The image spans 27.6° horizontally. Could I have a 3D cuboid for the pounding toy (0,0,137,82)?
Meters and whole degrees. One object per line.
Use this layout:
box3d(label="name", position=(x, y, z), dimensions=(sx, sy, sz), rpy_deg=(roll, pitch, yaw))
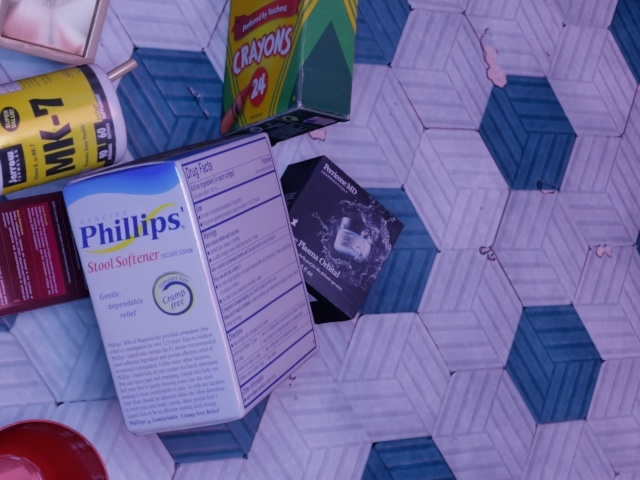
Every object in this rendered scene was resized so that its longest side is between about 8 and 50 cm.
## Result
box3d(label="pounding toy", position=(-0.311, -0.240, 1.542), dimensions=(0.181, 0.094, 0.206), rpy_deg=(11, 101, -31))

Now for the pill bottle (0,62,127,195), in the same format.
box3d(label="pill bottle", position=(-0.331, -0.117, 1.443), dimensions=(0.208, 0.119, 0.119), rpy_deg=(-18, 94, -23))

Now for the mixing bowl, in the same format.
box3d(label="mixing bowl", position=(-0.337, 0.289, 1.456), dimensions=(0.181, 0.098, 0.181), rpy_deg=(4, 83, -32))

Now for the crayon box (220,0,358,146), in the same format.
box3d(label="crayon box", position=(-0.037, -0.294, 1.652), dimensions=(0.081, 0.202, 0.319), rpy_deg=(10, 78, -31))

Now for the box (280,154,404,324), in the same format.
box3d(label="box", position=(0.000, 0.000, 1.704), dimensions=(0.156, 0.093, 0.158), rpy_deg=(40, 65, -22))

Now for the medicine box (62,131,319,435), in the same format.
box3d(label="medicine box", position=(-0.138, 0.039, 1.499), dimensions=(0.263, 0.149, 0.289), rpy_deg=(-31, 108, -68))

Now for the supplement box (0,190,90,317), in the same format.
box3d(label="supplement box", position=(-0.326, 0.013, 1.509), dimensions=(0.239, 0.073, 0.130), rpy_deg=(-12, 92, -32))
